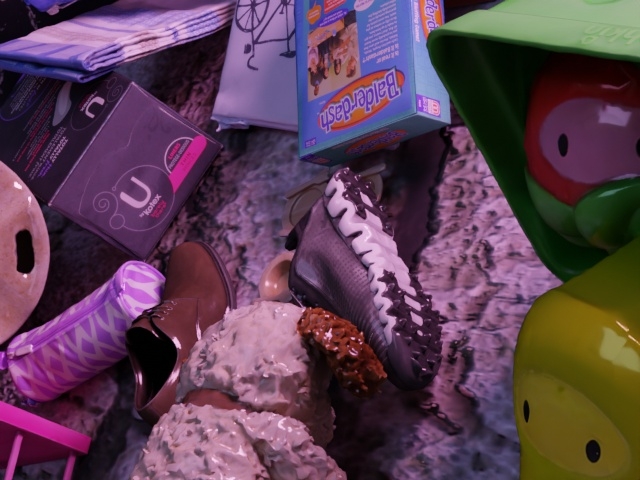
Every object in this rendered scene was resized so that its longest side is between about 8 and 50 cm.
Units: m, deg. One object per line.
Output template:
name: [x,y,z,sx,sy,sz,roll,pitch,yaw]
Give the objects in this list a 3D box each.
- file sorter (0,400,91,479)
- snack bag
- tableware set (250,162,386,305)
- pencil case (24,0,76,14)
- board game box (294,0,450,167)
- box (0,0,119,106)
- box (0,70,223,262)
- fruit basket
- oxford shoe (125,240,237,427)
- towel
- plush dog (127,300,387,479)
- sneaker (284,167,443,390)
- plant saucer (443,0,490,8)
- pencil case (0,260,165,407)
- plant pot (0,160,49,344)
file sorter: [-0.418,0.244,1.176,0.202,0.291,0.182,-16,54,40]
snack bag: [0.018,-0.265,1.226,0.323,0.037,0.342,13,92,49]
tableware set: [0.000,0.000,1.124,0.141,0.020,0.168,-11,55,43]
pencil case: [-0.223,-0.346,1.404,0.306,0.133,0.119,-7,22,6]
board game box: [0.043,-0.189,1.116,0.160,0.047,0.210,-16,70,46]
box: [-0.520,-0.419,1.631,0.297,0.480,0.471,26,83,52]
box: [-0.262,-0.109,1.392,0.165,0.143,0.270,-56,36,-2]
fruit basket: [0.215,0.013,0.703,0.392,0.283,0.392,-23,34,17]
oxford shoe: [-0.137,0.081,1.151,0.083,0.096,0.227,-33,40,29]
towel: [-0.232,-0.249,1.395,0.209,0.034,0.285,14,33,40]
plush dog: [-0.064,0.151,0.923,0.262,0.211,0.225,-13,52,43]
sneaker: [0.028,0.048,1.003,0.106,0.078,0.234,-41,43,20]
plant saucer: [0.115,-0.352,1.245,0.259,0.048,0.258,2,65,48]
pencil case: [-0.247,0.096,1.266,0.206,0.088,0.086,-32,45,27]
plant pot: [-0.438,0.015,1.285,0.305,0.334,0.333,-5,58,60]
